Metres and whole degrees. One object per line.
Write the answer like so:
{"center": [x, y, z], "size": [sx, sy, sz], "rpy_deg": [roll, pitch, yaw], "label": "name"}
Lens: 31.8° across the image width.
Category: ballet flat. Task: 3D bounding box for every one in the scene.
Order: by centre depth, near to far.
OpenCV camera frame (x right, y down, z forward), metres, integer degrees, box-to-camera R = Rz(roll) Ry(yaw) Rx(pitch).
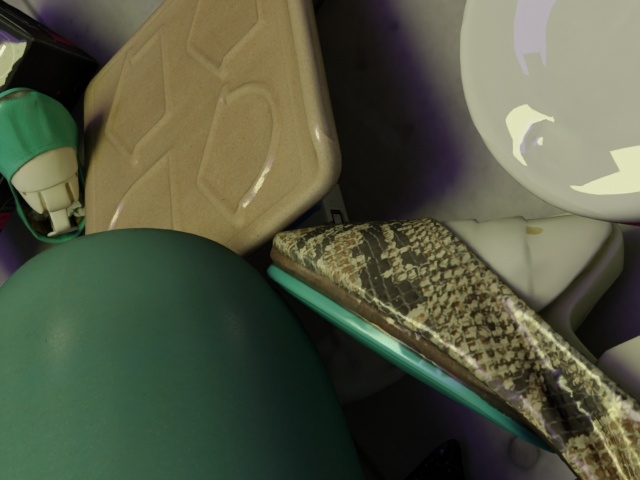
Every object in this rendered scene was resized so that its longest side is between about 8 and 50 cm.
{"center": [0.178, 0.095, 0.675], "size": [0.182, 0.164, 0.483], "rpy_deg": [-49, 59, 1], "label": "ballet flat"}
{"center": [-0.251, -0.057, 1.044], "size": [0.087, 0.083, 0.247], "rpy_deg": [60, 167, 13], "label": "ballet flat"}

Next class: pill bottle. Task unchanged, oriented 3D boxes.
{"center": [0.211, -0.078, 0.546], "size": [0.160, 0.283, 0.160], "rpy_deg": [-4, 84, 42], "label": "pill bottle"}

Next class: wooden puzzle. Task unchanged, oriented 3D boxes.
{"center": [-0.092, -0.086, 0.925], "size": [0.348, 0.080, 0.322], "rpy_deg": [-42, 43, 37], "label": "wooden puzzle"}

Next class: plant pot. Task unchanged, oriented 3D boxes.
{"center": [-0.119, 0.136, 0.739], "size": [0.293, 0.293, 0.235], "rpy_deg": [-39, 47, 33], "label": "plant pot"}

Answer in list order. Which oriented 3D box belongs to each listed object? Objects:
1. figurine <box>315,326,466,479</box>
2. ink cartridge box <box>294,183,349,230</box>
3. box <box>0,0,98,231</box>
{"center": [0.013, 0.178, 0.851], "size": [0.209, 0.092, 0.215], "rpy_deg": [-43, 59, 22], "label": "figurine"}
{"center": [0.000, 0.000, 0.904], "size": [0.048, 0.028, 0.083], "rpy_deg": [-28, 68, 38], "label": "ink cartridge box"}
{"center": [-0.364, -0.104, 1.089], "size": [0.143, 0.165, 0.270], "rpy_deg": [32, 97, 8], "label": "box"}
